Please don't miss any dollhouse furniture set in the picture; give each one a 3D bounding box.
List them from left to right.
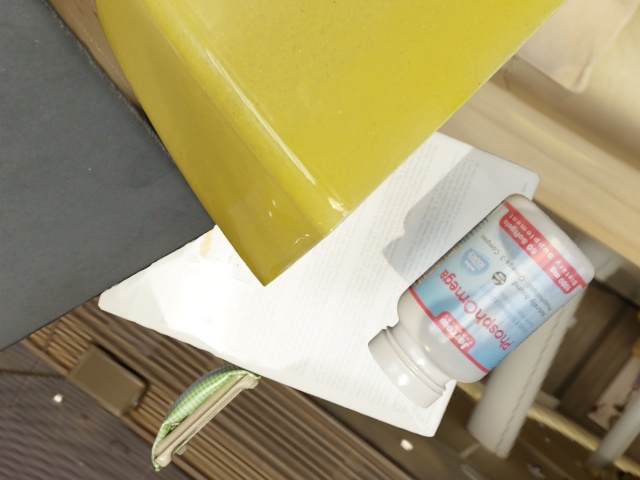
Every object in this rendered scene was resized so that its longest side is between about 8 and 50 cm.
[{"bbox_3d":[-0.133,0.128,1.035,0.151,0.301,0.197,47,170,5],"label":"dollhouse furniture set"}]

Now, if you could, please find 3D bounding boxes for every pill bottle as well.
[{"bbox_3d":[0.115,0.047,0.594,0.087,0.160,0.087,45,-172,-8],"label":"pill bottle"}]

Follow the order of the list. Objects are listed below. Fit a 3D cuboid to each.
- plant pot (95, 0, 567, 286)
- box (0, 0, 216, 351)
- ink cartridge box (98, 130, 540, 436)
[{"bbox_3d":[-0.008,-0.123,0.438,0.187,0.212,0.212,46,165,-2],"label":"plant pot"},{"bbox_3d":[-0.362,-0.214,0.642,0.471,0.298,0.480,58,179,26],"label":"box"},{"bbox_3d":[0.000,0.000,0.872,0.385,0.308,0.091,22,-176,-3],"label":"ink cartridge box"}]
